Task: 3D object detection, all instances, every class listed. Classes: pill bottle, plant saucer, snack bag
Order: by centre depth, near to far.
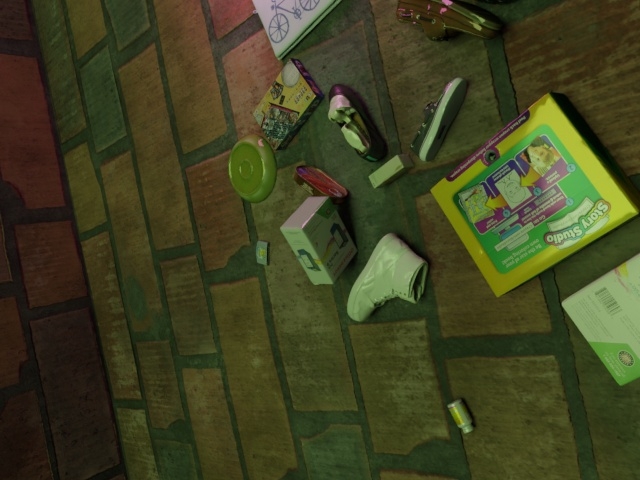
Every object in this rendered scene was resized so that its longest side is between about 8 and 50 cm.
[{"bbox_3d":[0.378,0.471,1.522,0.043,0.043,0.083,-38,71,39],"label":"pill bottle"},{"bbox_3d":[-0.096,-0.789,1.742,0.323,0.037,0.343,-33,76,40],"label":"snack bag"},{"bbox_3d":[-0.247,-0.248,1.969,0.241,0.037,0.241,8,102,40],"label":"plant saucer"}]

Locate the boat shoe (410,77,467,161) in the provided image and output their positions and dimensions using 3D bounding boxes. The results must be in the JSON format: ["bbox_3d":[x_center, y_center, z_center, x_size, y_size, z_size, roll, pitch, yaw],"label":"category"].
[{"bbox_3d":[0.293,-0.315,1.450,0.076,0.080,0.228,40,129,28],"label":"boat shoe"}]

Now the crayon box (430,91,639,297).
[{"bbox_3d":[0.479,-0.095,1.295,0.363,0.106,0.313,-42,71,39],"label":"crayon box"}]

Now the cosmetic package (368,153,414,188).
[{"bbox_3d":[0.195,-0.190,1.565,0.115,0.060,0.041,-36,75,41],"label":"cosmetic package"}]

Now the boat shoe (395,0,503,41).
[{"bbox_3d":[0.307,-0.536,1.384,0.307,0.110,0.104,46,129,39],"label":"boat shoe"}]

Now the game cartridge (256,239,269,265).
[{"bbox_3d":[-0.203,0.043,1.992,0.056,0.017,0.083,12,105,44],"label":"game cartridge"}]

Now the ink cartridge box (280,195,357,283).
[{"bbox_3d":[0.000,0.000,1.651,0.093,0.154,0.212,2,131,41],"label":"ink cartridge box"}]

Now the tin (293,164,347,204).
[{"bbox_3d":[-0.001,-0.168,1.716,0.189,0.106,0.040,40,129,31],"label":"tin"}]

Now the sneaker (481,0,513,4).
[{"bbox_3d":[0.350,-0.628,1.328,0.271,0.100,0.108,37,115,32],"label":"sneaker"}]

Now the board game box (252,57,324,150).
[{"bbox_3d":[-0.107,-0.429,1.808,0.243,0.042,0.165,-46,67,37],"label":"board game box"}]

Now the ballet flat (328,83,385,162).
[{"bbox_3d":[0.086,-0.341,1.612,0.095,0.096,0.280,-48,65,36],"label":"ballet flat"}]

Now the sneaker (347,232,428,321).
[{"bbox_3d":[0.190,0.146,1.594,0.169,0.108,0.293,41,121,33],"label":"sneaker"}]

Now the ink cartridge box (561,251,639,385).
[{"bbox_3d":[0.697,0.110,1.123,0.353,0.119,0.207,-45,67,38],"label":"ink cartridge box"}]
